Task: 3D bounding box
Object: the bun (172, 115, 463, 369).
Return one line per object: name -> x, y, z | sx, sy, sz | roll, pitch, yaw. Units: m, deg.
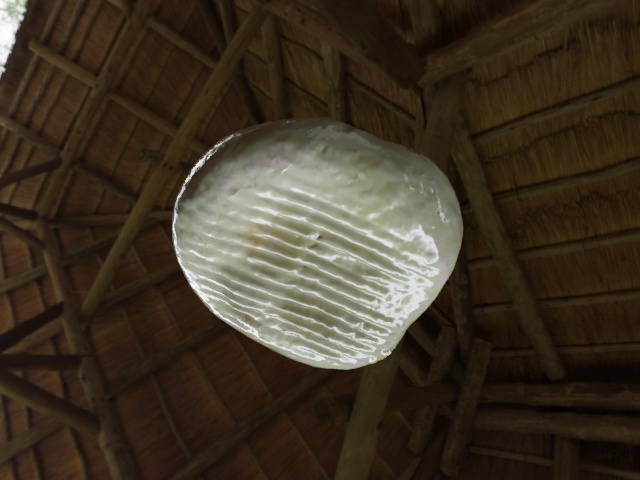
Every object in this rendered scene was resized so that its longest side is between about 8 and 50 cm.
bun -> 0.000, 0.000, 0.546 | 0.361, 0.361, 0.213 | -41, -161, 24
